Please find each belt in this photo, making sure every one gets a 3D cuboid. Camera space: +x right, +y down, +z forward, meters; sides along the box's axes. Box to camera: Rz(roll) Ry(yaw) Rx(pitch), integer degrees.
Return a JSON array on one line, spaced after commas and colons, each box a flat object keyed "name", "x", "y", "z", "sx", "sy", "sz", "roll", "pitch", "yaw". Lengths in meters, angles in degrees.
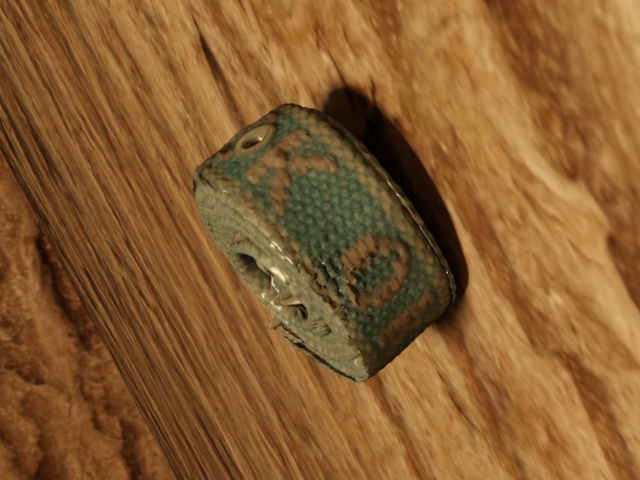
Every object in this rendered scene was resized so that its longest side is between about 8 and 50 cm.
[{"name": "belt", "x": 0.002, "y": 0.000, "z": 0.856, "sx": 0.147, "sy": 0.082, "sz": 0.163, "roll": 57, "pitch": 166, "yaw": -27}]
